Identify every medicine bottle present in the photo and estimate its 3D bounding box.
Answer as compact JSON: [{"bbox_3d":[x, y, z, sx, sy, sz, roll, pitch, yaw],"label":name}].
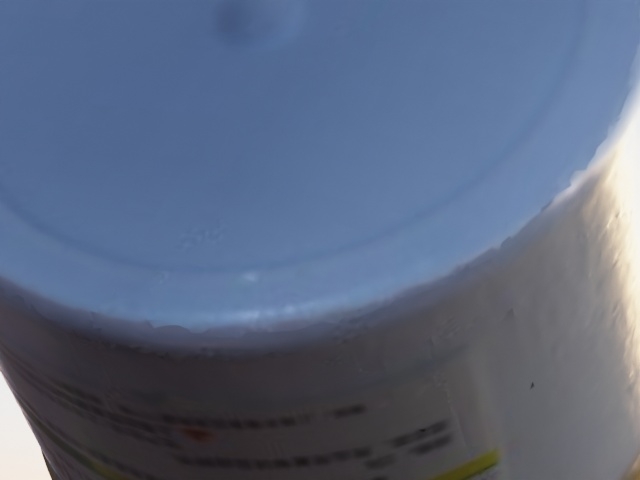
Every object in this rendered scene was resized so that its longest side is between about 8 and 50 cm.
[{"bbox_3d":[0.000,0.000,0.669,0.238,0.238,0.232,3,-36,16],"label":"medicine bottle"}]
